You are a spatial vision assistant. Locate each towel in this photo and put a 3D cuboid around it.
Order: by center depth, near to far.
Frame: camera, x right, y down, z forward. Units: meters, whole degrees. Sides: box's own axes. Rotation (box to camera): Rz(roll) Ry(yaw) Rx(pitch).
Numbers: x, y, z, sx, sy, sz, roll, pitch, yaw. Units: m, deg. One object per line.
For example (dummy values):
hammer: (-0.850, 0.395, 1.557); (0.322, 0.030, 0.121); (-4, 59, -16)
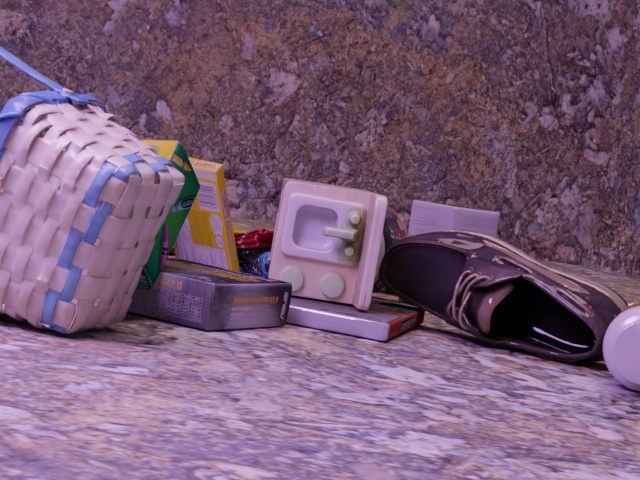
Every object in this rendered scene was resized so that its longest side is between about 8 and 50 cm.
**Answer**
towel: (-0.179, 0.005, 2.202); (0.275, 0.031, 0.199); (-4, -2, 21)

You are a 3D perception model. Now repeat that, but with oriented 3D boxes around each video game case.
video game case: (0.018, 0.093, 1.811); (0.204, 0.025, 0.285); (10, 4, 13)

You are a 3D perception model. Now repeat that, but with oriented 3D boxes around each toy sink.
toy sink: (0.000, 0.000, 1.832); (0.131, 0.152, 0.234); (9, 4, -6)

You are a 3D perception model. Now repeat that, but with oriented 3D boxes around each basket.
basket: (-0.307, -0.042, 1.374); (0.289, 0.254, 0.201); (29, 12, 13)

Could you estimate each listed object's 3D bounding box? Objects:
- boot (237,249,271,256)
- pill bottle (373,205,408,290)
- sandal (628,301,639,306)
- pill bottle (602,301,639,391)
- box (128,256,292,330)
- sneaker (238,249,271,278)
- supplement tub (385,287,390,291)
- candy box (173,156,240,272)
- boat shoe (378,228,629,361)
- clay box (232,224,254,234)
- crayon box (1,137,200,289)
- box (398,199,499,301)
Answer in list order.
boot: (-0.096, 0.030, 2.405); (0.121, 0.045, 0.099); (-2, 8, -38)
pill bottle: (0.034, 0.010, 2.108); (0.162, 0.162, 0.278); (10, 4, 15)
sandal: (0.495, 0.138, 1.850); (0.240, 0.088, 0.079); (16, -1, 18)
pill bottle: (0.390, 0.126, 1.613); (0.103, 0.103, 0.184); (10, 3, 15)
box: (-0.178, 0.056, 1.620); (0.231, 0.056, 0.183); (11, 3, 28)
sneaker: (-0.097, 0.047, 2.126); (0.073, 0.063, 0.162); (-5, -2, -10)
supplement tub: (0.172, 0.046, 2.374); (0.198, 0.106, 0.106); (8, 4, -18)
candy box: (-0.181, -0.032, 2.036); (0.105, 0.206, 0.027); (14, 40, 27)
boat shoe: (0.236, 0.070, 1.811); (0.355, 0.132, 0.130); (15, 10, 23)
clay box: (-0.189, -0.003, 2.640); (0.127, 0.053, 0.222); (8, 5, -21)
crayon box: (-0.300, -0.036, 1.570); (0.278, 0.165, 0.081); (3, -42, 21)
box: (0.207, 0.028, 2.195); (0.091, 0.170, 0.130); (6, 5, -29)
